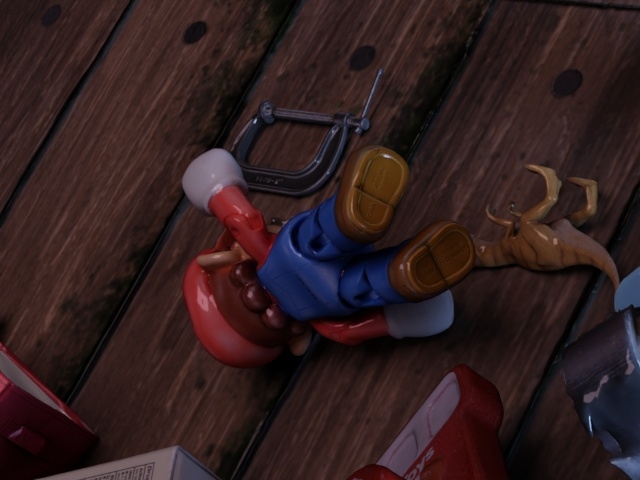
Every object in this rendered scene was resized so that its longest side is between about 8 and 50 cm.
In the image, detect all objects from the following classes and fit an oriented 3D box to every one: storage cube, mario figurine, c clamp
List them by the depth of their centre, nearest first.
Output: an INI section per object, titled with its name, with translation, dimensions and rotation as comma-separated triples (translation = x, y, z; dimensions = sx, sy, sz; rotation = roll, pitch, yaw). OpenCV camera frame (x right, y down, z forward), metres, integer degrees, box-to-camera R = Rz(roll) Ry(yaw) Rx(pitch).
[mario figurine]
translation = 0.000, 0.000, 1.595
dimensions = 0.320, 0.170, 0.198
rotation = -21, 80, 54
[storage cube]
translation = -0.359, 0.172, 1.712
dimensions = 0.215, 0.183, 0.193
rotation = 38, 85, 27
[c clamp]
translation = -0.020, -0.103, 1.816
dimensions = 0.160, 0.022, 0.137
rotation = 3, 66, 38

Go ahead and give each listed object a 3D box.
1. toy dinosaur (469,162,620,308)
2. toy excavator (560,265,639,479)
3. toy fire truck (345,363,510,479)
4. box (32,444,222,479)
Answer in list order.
[toy dinosaur]
translation = 0.197, 0.000, 1.545
dimensions = 0.211, 0.064, 0.112
rotation = 7, 81, 51
[toy excavator]
translation = 0.331, 0.044, 1.273
dimensions = 0.222, 0.445, 0.433
rotation = -36, 76, 22
[toy fire truck]
translation = 0.043, 0.258, 1.378
dimensions = 0.302, 0.169, 0.254
rotation = -54, 13, 17
[box]
translation = -0.185, 0.281, 1.565
dimensions = 0.232, 0.127, 0.149
rotation = -15, 50, 29
